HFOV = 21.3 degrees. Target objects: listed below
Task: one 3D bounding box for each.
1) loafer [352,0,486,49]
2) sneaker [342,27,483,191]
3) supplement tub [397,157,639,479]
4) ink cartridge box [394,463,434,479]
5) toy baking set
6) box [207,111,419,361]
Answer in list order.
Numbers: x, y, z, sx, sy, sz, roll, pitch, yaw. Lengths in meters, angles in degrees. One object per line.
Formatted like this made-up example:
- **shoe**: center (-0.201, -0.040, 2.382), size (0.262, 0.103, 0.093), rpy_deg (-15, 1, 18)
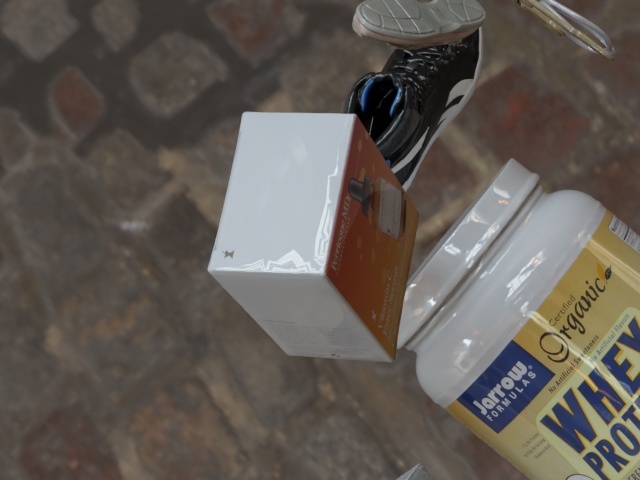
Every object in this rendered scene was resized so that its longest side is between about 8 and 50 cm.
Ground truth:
- **loafer**: center (0.074, -0.163, 1.316), size (0.045, 0.125, 0.039), rpy_deg (59, 139, 25)
- **sneaker**: center (0.084, -0.142, 1.504), size (0.079, 0.121, 0.217), rpy_deg (21, 74, 16)
- **supplement tub**: center (0.227, 0.100, 1.482), size (0.316, 0.228, 0.228), rpy_deg (39, 79, 2)
- **ink cartridge box**: center (0.068, 0.294, 1.620), size (0.135, 0.099, 0.056), rpy_deg (-39, -2, 21)
- **toy baking set**: center (0.199, -0.251, 1.670), size (0.030, 0.197, 0.256), rpy_deg (-54, 25, 7)
- **box**: center (0.000, 0.000, 1.258), size (0.091, 0.170, 0.130), rpy_deg (2, 67, 21)
